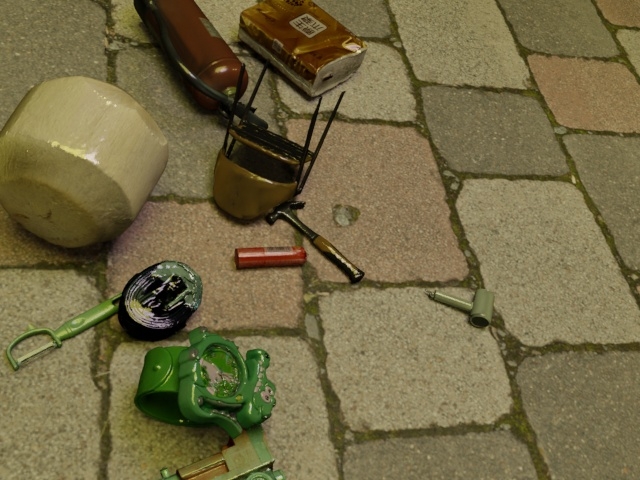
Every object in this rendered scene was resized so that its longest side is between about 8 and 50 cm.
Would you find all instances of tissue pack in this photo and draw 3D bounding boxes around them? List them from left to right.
[{"bbox_3d":[-0.037,-0.422,1.458,0.226,0.092,0.183,40,54,15],"label":"tissue pack"}]

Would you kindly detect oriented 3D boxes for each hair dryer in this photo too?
[{"bbox_3d":[0.245,0.106,1.213,0.124,0.038,0.063,18,50,4],"label":"hair dryer"}]

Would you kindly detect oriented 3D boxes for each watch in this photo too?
[{"bbox_3d":[-0.165,0.211,0.938,0.165,0.152,0.131,30,45,-33],"label":"watch"}]

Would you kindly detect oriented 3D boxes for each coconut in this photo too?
[{"bbox_3d":[-0.365,-0.134,1.056,0.238,0.237,0.265,23,52,-1],"label":"coconut"}]

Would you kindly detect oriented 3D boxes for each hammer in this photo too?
[{"bbox_3d":[0.000,0.000,1.212,0.201,0.021,0.078,41,54,12],"label":"hammer"}]

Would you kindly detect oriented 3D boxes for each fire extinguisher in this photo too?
[{"bbox_3d":[-0.255,-0.356,1.311,0.200,0.113,0.376,-13,59,-47],"label":"fire extinguisher"}]

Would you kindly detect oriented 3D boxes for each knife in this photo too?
[{"bbox_3d":[-0.364,0.118,1.016,0.212,0.015,0.054,-30,67,-32],"label":"knife"}]

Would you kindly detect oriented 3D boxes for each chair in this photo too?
[{"bbox_3d":[-0.089,-0.174,1.209,0.159,0.246,0.172,25,24,9],"label":"chair"}]

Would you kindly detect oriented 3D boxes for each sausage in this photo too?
[{"bbox_3d":[-0.080,0.027,1.160,0.130,0.034,0.034,-3,57,-20],"label":"sausage"}]

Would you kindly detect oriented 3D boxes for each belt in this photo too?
[{"bbox_3d":[-0.241,0.090,1.039,0.105,0.058,0.140,46,51,2],"label":"belt"}]

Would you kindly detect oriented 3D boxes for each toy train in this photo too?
[{"bbox_3d":[-0.139,0.326,0.910,0.176,0.074,0.118,-16,53,-22],"label":"toy train"}]
